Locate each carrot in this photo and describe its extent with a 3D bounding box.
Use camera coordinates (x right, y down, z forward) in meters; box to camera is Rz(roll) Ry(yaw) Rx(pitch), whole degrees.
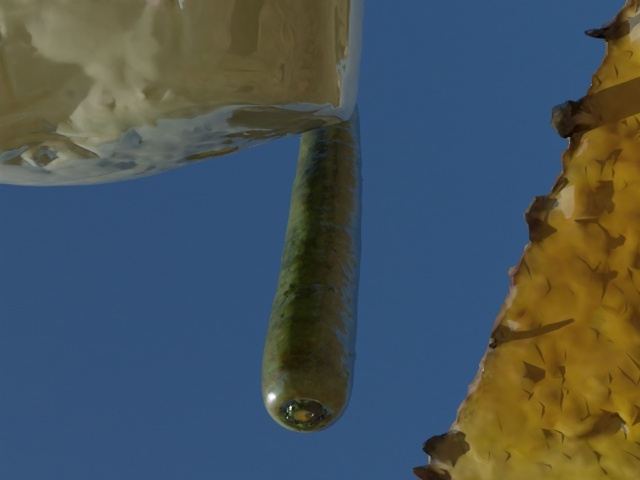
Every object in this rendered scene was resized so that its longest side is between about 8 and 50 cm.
[{"bbox_3d":[0.000,0.000,1.413,0.074,0.074,0.358,29,-135,-26],"label":"carrot"}]

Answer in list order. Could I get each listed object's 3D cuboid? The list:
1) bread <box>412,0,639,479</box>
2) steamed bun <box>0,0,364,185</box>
[{"bbox_3d":[0.188,-0.008,0.643,0.194,0.179,0.340,-16,-49,-62],"label":"bread"},{"bbox_3d":[-0.182,-0.229,1.331,0.456,0.290,0.371,3,-84,14],"label":"steamed bun"}]
